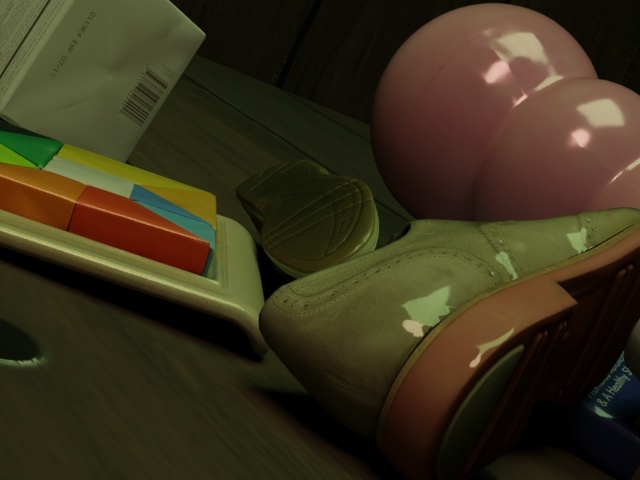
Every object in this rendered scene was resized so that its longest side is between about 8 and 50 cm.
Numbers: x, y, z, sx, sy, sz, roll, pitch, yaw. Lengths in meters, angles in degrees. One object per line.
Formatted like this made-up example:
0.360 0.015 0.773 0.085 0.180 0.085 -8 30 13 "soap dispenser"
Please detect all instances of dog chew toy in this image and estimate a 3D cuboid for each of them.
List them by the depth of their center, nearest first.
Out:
0.193 -0.057 0.990 0.206 0.207 0.332 14 23 -50 "dog chew toy"

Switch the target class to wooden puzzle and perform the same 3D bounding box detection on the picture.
-0.136 -0.023 0.704 0.238 0.044 0.221 24 9 -10 "wooden puzzle"

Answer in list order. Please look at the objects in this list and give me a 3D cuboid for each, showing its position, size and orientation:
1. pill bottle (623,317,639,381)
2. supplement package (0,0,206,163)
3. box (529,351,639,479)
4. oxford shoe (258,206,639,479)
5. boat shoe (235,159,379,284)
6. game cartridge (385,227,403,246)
0.269 0.111 0.645 0.121 0.121 0.216 14 29 -49 "pill bottle"
-0.235 -0.170 0.899 0.244 0.139 0.134 32 -3 31 "supplement package"
0.148 0.065 0.803 0.225 0.036 0.136 31 34 20 "box"
0.104 0.022 0.674 0.130 0.123 0.348 31 23 26 "oxford shoe"
-0.001 0.000 0.820 0.073 0.080 0.223 64 -7 -21 "boat shoe"
0.195 0.081 0.960 0.297 0.062 0.198 24 14 -6 "game cartridge"
